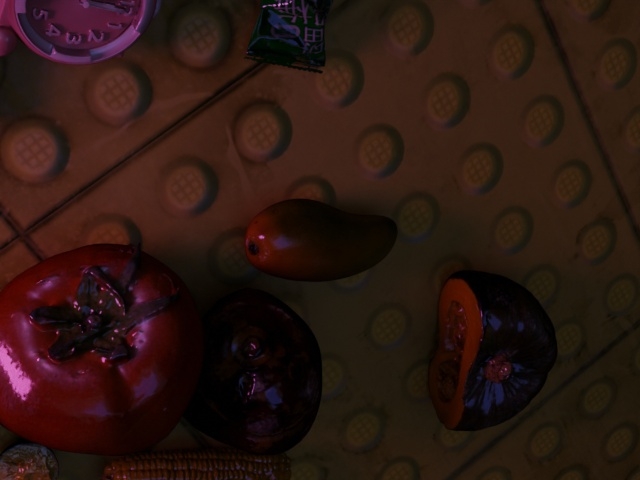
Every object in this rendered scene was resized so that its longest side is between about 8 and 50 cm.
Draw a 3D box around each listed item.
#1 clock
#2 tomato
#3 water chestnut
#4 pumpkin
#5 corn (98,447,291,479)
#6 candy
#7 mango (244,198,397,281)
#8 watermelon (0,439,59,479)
[{"bbox_3d":[-0.349,-0.370,1.213,0.241,0.142,0.227,3,131,-33],"label":"clock"},{"bbox_3d":[-0.354,0.172,1.321,0.341,0.273,0.341,5,63,-10],"label":"tomato"},{"bbox_3d":[-0.113,0.226,1.454,0.244,0.289,0.289,-13,116,-51],"label":"water chestnut"},{"bbox_3d":[0.358,0.218,1.655,0.232,0.242,0.325,0,112,-14],"label":"pumpkin"},{"bbox_3d":[-0.225,0.439,1.551,0.363,0.120,0.120,0,107,-24],"label":"corn"},{"bbox_3d":[-0.039,-0.380,1.380,0.141,0.078,0.203,8,116,-14],"label":"candy"},{"bbox_3d":[-0.002,0.005,1.492,0.289,0.129,0.146,11,93,-30],"label":"mango"},{"bbox_3d":[-0.502,0.385,1.445,0.105,0.062,0.105,-4,105,-15],"label":"watermelon"}]
